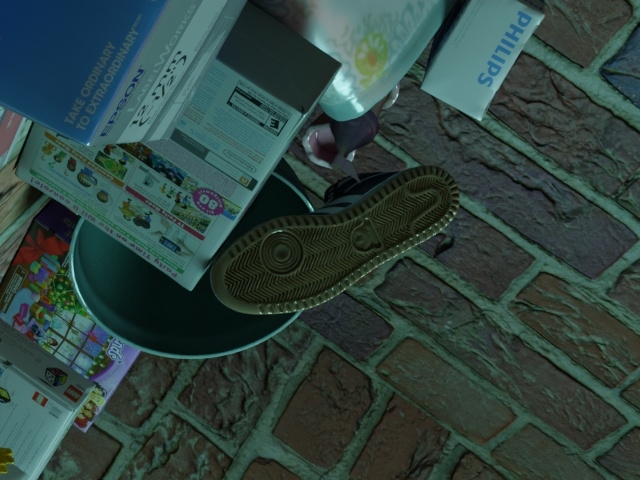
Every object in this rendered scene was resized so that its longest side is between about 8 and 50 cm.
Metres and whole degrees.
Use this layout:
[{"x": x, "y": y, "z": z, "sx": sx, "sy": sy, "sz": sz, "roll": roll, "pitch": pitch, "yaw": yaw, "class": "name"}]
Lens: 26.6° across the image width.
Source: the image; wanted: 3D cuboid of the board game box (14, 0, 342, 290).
[{"x": -0.148, "y": -0.115, "z": 1.316, "sx": 0.303, "sy": 0.224, "sz": 0.097, "roll": -53, "pitch": -176, "yaw": 47, "class": "board game box"}]

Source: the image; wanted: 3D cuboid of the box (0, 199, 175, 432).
[{"x": -0.330, "y": 0.106, "z": 1.787, "sx": 0.293, "sy": 0.201, "sz": 0.057, "roll": -54, "pitch": -178, "yaw": 40, "class": "box"}]

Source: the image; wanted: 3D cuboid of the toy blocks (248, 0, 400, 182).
[{"x": -0.028, "y": -0.230, "z": 1.474, "sx": 0.309, "sy": 0.289, "sz": 0.260, "roll": -49, "pitch": -170, "yaw": 43, "class": "toy blocks"}]

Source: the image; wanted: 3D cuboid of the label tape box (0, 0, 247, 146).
[{"x": -0.133, "y": -0.197, "z": 0.973, "sx": 0.249, "sy": 0.115, "sz": 0.347, "roll": -59, "pitch": 179, "yaw": 8, "class": "label tape box"}]

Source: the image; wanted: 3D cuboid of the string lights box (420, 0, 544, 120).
[{"x": 0.182, "y": -0.241, "z": 1.480, "sx": 0.133, "sy": 0.077, "sz": 0.259, "roll": -60, "pitch": -176, "yaw": 25, "class": "string lights box"}]

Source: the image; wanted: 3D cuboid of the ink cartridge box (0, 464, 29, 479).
[{"x": -0.469, "y": 0.308, "z": 1.500, "sx": 0.273, "sy": 0.197, "sz": 0.114, "roll": -53, "pitch": -178, "yaw": 41, "class": "ink cartridge box"}]

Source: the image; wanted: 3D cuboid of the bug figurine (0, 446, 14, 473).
[{"x": -0.353, "y": 0.179, "z": 0.965, "sx": 0.279, "sy": 0.072, "sz": 0.216, "roll": 0, "pitch": 148, "yaw": -46, "class": "bug figurine"}]

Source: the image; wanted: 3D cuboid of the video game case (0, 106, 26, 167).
[{"x": -0.302, "y": -0.058, "z": 1.057, "sx": 0.204, "sy": 0.025, "sz": 0.285, "roll": -53, "pitch": -179, "yaw": 41, "class": "video game case"}]

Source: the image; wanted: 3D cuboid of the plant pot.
[{"x": -0.150, "y": -0.032, "z": 1.619, "sx": 0.293, "sy": 0.293, "sz": 0.196, "roll": -54, "pitch": -154, "yaw": 27, "class": "plant pot"}]

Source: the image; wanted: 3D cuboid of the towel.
[{"x": 0.047, "y": -0.352, "z": 1.313, "sx": 0.090, "sy": 0.320, "sz": 0.374, "roll": 15, "pitch": -118, "yaw": 43, "class": "towel"}]

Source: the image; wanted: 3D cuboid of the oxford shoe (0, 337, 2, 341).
[{"x": -0.320, "y": 0.070, "z": 1.206, "sx": 0.083, "sy": 0.096, "sz": 0.227, "roll": 43, "pitch": 49, "yaw": -58, "class": "oxford shoe"}]

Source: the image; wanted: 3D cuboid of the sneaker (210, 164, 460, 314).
[{"x": 0.000, "y": 0.000, "z": 1.455, "sx": 0.282, "sy": 0.099, "sz": 0.153, "roll": -24, "pitch": -171, "yaw": -17, "class": "sneaker"}]

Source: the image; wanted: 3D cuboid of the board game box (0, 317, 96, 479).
[{"x": -0.405, "y": 0.210, "z": 1.604, "sx": 0.305, "sy": 0.193, "sz": 0.053, "roll": -53, "pitch": -178, "yaw": 42, "class": "board game box"}]
